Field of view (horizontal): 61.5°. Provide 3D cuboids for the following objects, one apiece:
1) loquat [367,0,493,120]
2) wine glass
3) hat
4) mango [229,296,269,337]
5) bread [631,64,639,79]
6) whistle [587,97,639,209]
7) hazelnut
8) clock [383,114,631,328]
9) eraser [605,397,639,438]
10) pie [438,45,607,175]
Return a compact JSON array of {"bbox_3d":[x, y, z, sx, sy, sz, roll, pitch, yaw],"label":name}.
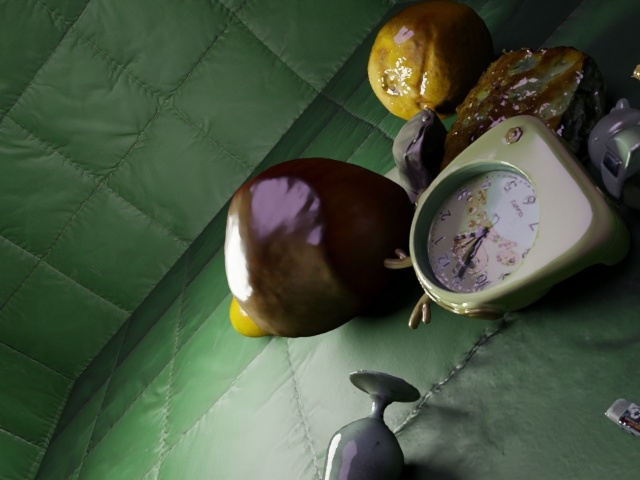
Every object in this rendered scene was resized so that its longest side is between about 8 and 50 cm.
[{"bbox_3d":[0.247,-0.412,1.217,0.283,0.276,0.276,-51,20,-19],"label":"loquat"},{"bbox_3d":[0.053,0.292,0.685,0.103,0.103,0.230,-25,36,50],"label":"wine glass"},{"bbox_3d":[0.171,-0.173,1.168,0.245,0.149,0.214,-21,35,36],"label":"hat"},{"bbox_3d":[-0.124,0.129,1.253,0.254,0.139,0.175,-63,31,23],"label":"mango"},{"bbox_3d":[0.473,-0.201,0.647,0.134,0.085,0.173,-40,24,29],"label":"bread"},{"bbox_3d":[0.386,-0.094,0.636,0.244,0.092,0.110,-83,-6,-60],"label":"whistle"},{"bbox_3d":[-0.005,0.002,1.009,0.366,0.366,0.365,-43,23,23],"label":"hazelnut"},{"bbox_3d":[0.225,-0.004,0.737,0.308,0.096,0.234,-40,48,28],"label":"clock"},{"bbox_3d":[0.304,0.173,0.479,0.027,0.019,0.099,-41,19,-11],"label":"eraser"},{"bbox_3d":[0.318,-0.178,0.904,0.288,0.103,0.354,-8,55,60],"label":"pie"}]
